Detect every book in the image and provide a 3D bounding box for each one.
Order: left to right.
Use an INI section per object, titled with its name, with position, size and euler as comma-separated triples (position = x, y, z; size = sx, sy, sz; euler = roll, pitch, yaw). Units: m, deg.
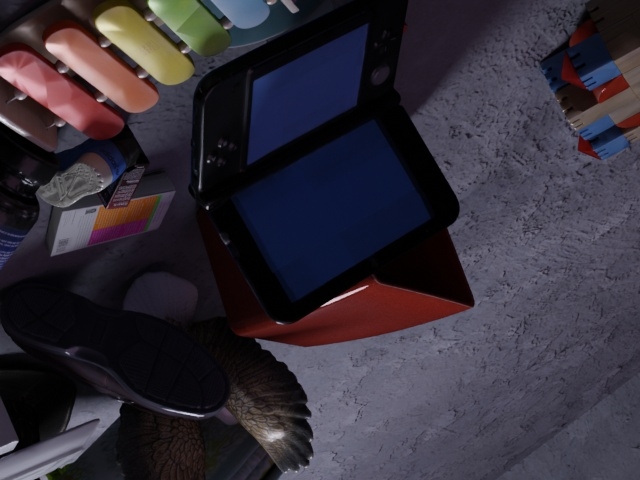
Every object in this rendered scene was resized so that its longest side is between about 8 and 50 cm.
[book]
position = -0.255, -0.030, 1.668
size = 0.144, 0.035, 0.096
euler = -15, 151, -30

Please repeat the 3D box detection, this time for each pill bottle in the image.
[pill bottle]
position = -0.371, -0.020, 1.440
size = 0.219, 0.123, 0.123
euler = -51, 150, 8

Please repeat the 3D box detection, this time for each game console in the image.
[game console]
position = 0.020, -0.096, 1.508
size = 0.293, 0.173, 0.250
euler = -31, 149, -29

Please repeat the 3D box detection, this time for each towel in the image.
[towel]
position = -0.227, 0.350, 1.938
size = 0.374, 0.320, 0.090
euler = -45, 121, -38

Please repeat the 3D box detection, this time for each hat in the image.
[hat]
position = -0.457, 0.308, 1.901
size = 0.331, 0.134, 0.331
euler = -26, 152, -15

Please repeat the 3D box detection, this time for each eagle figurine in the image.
[eagle figurine]
position = -0.155, 0.202, 1.819
size = 0.225, 0.298, 0.226
euler = 13, 115, -25

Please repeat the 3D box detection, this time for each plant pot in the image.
[plant pot]
position = 0.000, 0.000, 1.770
size = 0.235, 0.267, 0.267
euler = -29, 157, 25

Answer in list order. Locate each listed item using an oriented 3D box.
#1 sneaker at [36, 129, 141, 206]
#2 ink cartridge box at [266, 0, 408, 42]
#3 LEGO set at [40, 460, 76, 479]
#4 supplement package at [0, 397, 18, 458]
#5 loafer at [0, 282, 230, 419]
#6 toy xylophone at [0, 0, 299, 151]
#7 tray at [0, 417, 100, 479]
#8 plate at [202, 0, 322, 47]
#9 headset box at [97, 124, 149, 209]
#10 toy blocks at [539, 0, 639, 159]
[sneaker]
position = -0.254, -0.085, 1.515
size = 0.152, 0.058, 0.084
euler = -11, -155, 51
[ink cartridge box]
position = 0.019, -0.238, 1.585
size = 0.135, 0.056, 0.099
euler = 6, 133, -51
[LEGO set]
position = -0.391, 0.399, 2.145
size = 0.227, 0.087, 0.093
euler = -13, 149, -46
[supplement package]
position = -0.487, 0.228, 1.658
size = 0.194, 0.149, 0.203
euler = -21, 170, -23
[loafer]
position = -0.256, 0.144, 1.736
size = 0.095, 0.302, 0.109
euler = 115, -1, -61
[toy xylophone]
position = -0.196, -0.213, 1.338
size = 0.322, 0.081, 0.236
euler = -32, 153, 19
[tray]
position = -0.400, 0.293, 1.690
size = 0.270, 0.030, 0.145
euler = -19, 168, -44
[plate]
position = -0.072, -0.270, 1.453
size = 0.188, 0.024, 0.188
euler = -18, 154, -9
[headset box]
position = -0.233, -0.080, 1.572
size = 0.032, 0.062, 0.083
euler = -8, 143, -39
[toy blocks]
position = 0.434, -0.243, 1.926
size = 0.260, 0.191, 0.381
euler = -28, 155, 16
